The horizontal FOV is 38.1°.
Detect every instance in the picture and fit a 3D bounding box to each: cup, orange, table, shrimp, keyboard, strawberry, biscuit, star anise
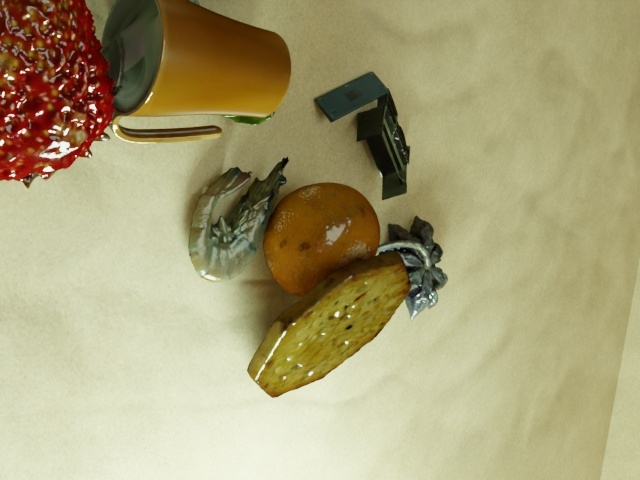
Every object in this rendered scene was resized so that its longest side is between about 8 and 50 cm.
[{"bbox_3d":[-0.189,-0.238,1.338,0.264,0.182,0.226,3,125,-39],"label":"cup"},{"bbox_3d":[0.000,0.000,1.649,0.224,0.170,0.224,-32,142,-29],"label":"orange"},{"bbox_3d":[0.126,-0.192,1.829,0.175,0.062,0.146,-82,153,-52],"label":"table"},{"bbox_3d":[-0.147,-0.052,1.559,0.145,0.059,0.254,31,78,-37],"label":"shrimp"},{"bbox_3d":[0.061,-0.275,1.766,0.176,0.014,0.055,-33,83,-41],"label":"keyboard"},{"bbox_3d":[-0.356,-0.188,1.141,0.233,0.138,0.306,-35,157,-21],"label":"strawberry"},{"bbox_3d":[0.019,0.152,1.653,0.359,0.046,0.359,-31,153,-17],"label":"biscuit"},{"bbox_3d":[0.192,0.051,1.934,0.262,0.081,0.230,25,68,-45],"label":"star anise"}]

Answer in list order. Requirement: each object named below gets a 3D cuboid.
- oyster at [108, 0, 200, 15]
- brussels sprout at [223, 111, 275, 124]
[{"bbox_3d":[-0.232,-0.345,1.400,0.121,0.045,0.146,35,43,-5],"label":"oyster"},{"bbox_3d":[-0.143,-0.274,1.499,0.139,0.100,0.181,-47,137,-12],"label":"brussels sprout"}]
